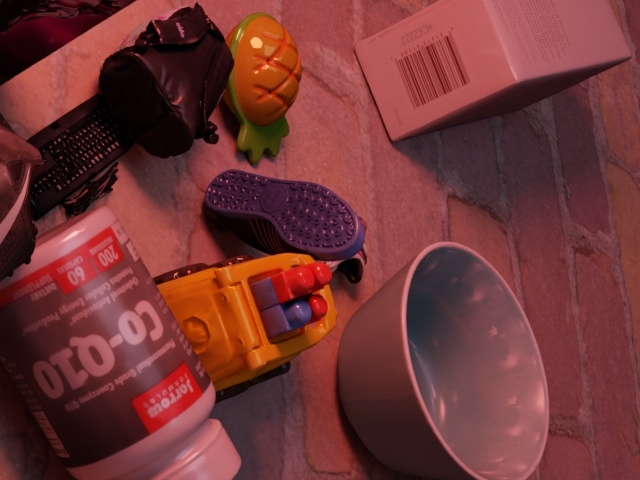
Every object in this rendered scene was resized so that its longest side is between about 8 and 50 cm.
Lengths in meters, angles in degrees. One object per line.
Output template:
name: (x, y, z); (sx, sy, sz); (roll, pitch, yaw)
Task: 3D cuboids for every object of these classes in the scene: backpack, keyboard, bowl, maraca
backpack: (-0.173, -0.191, 1.513); (0.152, 0.115, 0.182); (62, 27, -26)
keyboard: (-0.250, -0.087, 1.426); (0.100, 0.038, 0.192); (59, 37, -13)
bowl: (0.136, 0.173, 1.687); (0.311, 0.163, 0.311); (30, 49, -42)
maraca: (-0.075, -0.189, 1.669); (0.127, 0.099, 0.185); (-23, 117, -50)

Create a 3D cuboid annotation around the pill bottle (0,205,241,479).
pill bottle: (-0.199, 0.125, 1.269); (0.283, 0.161, 0.161); (61, 36, -9)

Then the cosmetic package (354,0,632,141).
cosmetic package: (0.278, -0.290, 2.070); (0.453, 0.230, 0.161); (-18, 86, -56)

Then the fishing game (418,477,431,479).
fishing game: (0.216, 0.372, 1.794); (0.264, 0.041, 0.189); (45, 38, -28)

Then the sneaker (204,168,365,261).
sneaker: (-0.028, -0.018, 1.534); (0.081, 0.232, 0.090); (-57, 138, -12)

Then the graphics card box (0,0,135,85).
graphics card box: (-0.277, -0.287, 1.209); (0.233, 0.371, 0.094); (36, 46, -39)

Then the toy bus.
toy bus: (-0.059, 0.074, 1.443); (0.220, 0.211, 0.149); (-14, 82, -56)

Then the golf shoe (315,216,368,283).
golf shoe: (0.000, 0.000, 1.684); (0.186, 0.067, 0.086); (19, 58, -47)

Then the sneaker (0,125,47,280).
sneaker: (-0.312, 0.021, 1.133); (0.135, 0.098, 0.276); (11, 104, -53)

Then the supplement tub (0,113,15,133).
supplement tub: (-0.358, -0.118, 1.239); (0.198, 0.106, 0.106); (57, 36, -15)
